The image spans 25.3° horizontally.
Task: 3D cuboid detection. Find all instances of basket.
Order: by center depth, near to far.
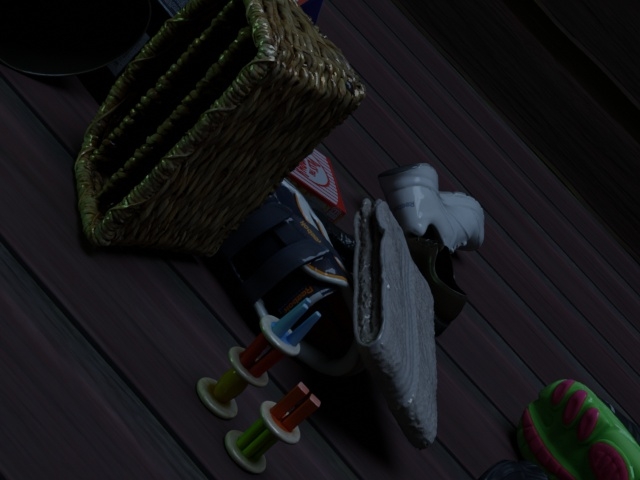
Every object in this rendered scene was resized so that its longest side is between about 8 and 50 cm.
[{"bbox_3d":[-0.144,-0.152,1.558,0.213,0.299,0.223,54,21,22],"label":"basket"},{"bbox_3d":[-0.342,-0.324,1.731,0.204,0.154,0.227,-8,43,-29],"label":"basket"}]

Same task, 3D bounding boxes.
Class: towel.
[{"bbox_3d":[0.092,0.090,1.683,0.282,0.049,0.187,-88,155,-51],"label":"towel"}]

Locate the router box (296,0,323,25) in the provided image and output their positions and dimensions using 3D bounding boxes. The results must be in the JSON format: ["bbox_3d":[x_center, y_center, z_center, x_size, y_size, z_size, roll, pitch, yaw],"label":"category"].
[{"bbox_3d":[-0.141,-0.360,2.013,0.301,0.082,0.335,49,-21,10],"label":"router box"}]

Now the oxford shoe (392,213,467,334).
[{"bbox_3d":[0.147,0.025,2.106,0.082,0.096,0.227,13,35,-53],"label":"oxford shoe"}]

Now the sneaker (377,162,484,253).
[{"bbox_3d":[0.180,-0.022,2.288,0.297,0.111,0.129,26,53,-55],"label":"sneaker"}]

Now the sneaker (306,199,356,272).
[{"bbox_3d":[0.002,-0.002,1.937,0.170,0.051,0.089,40,20,-1],"label":"sneaker"}]

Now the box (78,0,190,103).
[{"bbox_3d":[-0.202,-0.246,1.854,0.108,0.153,0.207,51,19,16],"label":"box"}]

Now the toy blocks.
[{"bbox_3d":[-0.043,0.139,1.416,0.054,0.148,0.123,18,33,-52],"label":"toy blocks"}]

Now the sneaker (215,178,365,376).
[{"bbox_3d":[-0.045,0.025,1.672,0.321,0.126,0.127,47,14,-1],"label":"sneaker"}]

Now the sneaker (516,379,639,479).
[{"bbox_3d":[0.441,0.377,1.873,0.202,0.185,0.483,23,31,-40],"label":"sneaker"}]

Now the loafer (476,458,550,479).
[{"bbox_3d":[0.240,0.315,1.747,0.078,0.076,0.223,46,14,24],"label":"loafer"}]

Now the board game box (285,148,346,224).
[{"bbox_3d":[-0.058,-0.112,2.036,0.193,0.045,0.147,34,23,-30],"label":"board game box"}]
